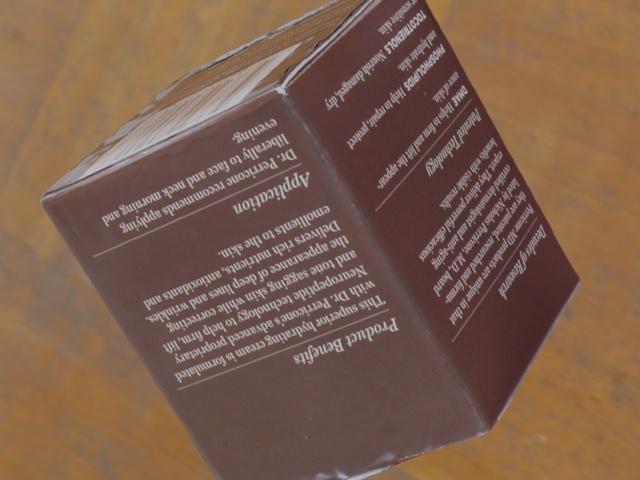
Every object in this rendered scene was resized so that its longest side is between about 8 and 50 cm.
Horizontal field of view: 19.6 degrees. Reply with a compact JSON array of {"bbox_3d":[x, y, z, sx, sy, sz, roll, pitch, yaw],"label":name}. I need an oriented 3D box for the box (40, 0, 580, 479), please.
[{"bbox_3d":[0.000,0.000,0.970,0.168,0.203,0.167,-22,16,33],"label":"box"}]
